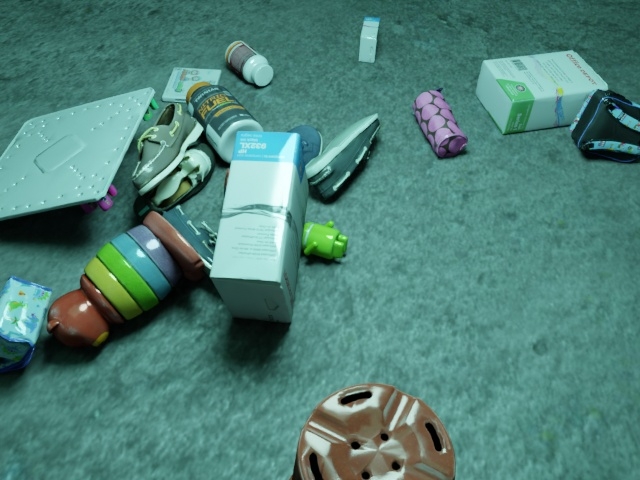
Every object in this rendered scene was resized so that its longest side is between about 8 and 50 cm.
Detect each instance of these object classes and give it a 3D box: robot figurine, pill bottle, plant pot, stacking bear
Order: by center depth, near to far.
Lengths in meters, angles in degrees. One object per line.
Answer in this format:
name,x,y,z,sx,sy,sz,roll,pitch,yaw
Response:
plant pot,0.067,0.354,0.854,0.272,0.265,0.272,0,47,0
stacking bear,-0.387,0.092,1.165,0.289,0.175,0.164,-41,88,-18
robot figurine,0.000,0.000,1.312,0.115,0.067,0.101,18,41,16
pill bottle,-0.258,-0.313,1.553,0.130,0.130,0.246,-25,52,-22
pill bottle,-0.207,-0.515,1.769,0.086,0.086,0.152,-28,54,-24

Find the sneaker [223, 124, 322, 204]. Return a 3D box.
sneaker,-0.103,-0.201,1.440,0.131,0.148,0.350,23,51,19

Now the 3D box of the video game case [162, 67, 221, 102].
video game case,-0.370,-0.450,1.751,0.143,0.019,0.157,3,47,2

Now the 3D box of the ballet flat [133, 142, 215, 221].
ballet flat,-0.322,-0.144,1.416,0.095,0.096,0.280,42,55,-12

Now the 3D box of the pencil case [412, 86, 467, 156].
pencil case,0.318,-0.308,1.591,0.098,0.095,0.209,10,45,-25

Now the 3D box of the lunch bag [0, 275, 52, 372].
lunch bag,-0.566,0.163,1.111,0.096,0.151,0.129,27,41,-28

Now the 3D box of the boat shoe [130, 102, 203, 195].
boat shoe,-0.360,-0.214,1.365,0.116,0.097,0.324,-28,26,25

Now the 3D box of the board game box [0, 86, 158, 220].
board game box,-0.594,-0.186,1.404,0.389,0.050,0.390,-9,45,17

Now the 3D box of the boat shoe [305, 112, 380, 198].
boat shoe,0.066,-0.212,1.496,0.302,0.091,0.114,-45,18,-32

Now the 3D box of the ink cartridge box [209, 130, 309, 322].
ink cartridge box,-0.107,-0.022,1.173,0.129,0.223,0.308,4,65,5

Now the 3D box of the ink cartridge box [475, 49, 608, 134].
ink cartridge box,0.603,-0.412,1.667,0.278,0.117,0.201,-9,48,-9

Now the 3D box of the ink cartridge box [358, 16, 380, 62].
ink cartridge box,0.151,-0.620,1.869,0.052,0.089,0.122,6,48,5

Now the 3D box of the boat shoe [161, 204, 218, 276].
boat shoe,-0.258,0.005,1.290,0.079,0.095,0.254,-40,50,-19

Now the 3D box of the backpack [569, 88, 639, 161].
backpack,0.751,-0.289,1.538,0.173,0.158,0.117,16,30,-4
